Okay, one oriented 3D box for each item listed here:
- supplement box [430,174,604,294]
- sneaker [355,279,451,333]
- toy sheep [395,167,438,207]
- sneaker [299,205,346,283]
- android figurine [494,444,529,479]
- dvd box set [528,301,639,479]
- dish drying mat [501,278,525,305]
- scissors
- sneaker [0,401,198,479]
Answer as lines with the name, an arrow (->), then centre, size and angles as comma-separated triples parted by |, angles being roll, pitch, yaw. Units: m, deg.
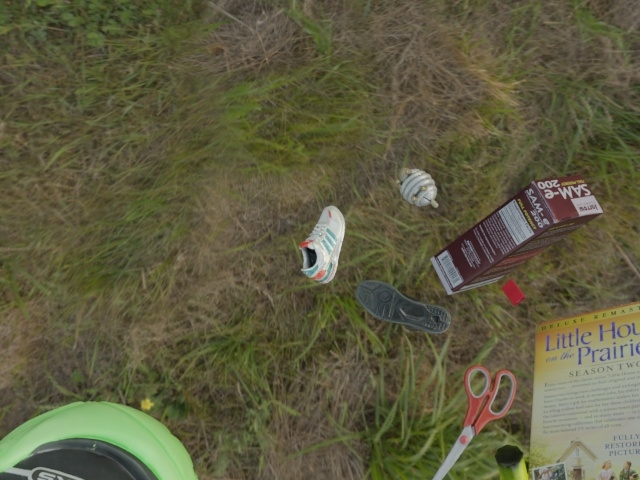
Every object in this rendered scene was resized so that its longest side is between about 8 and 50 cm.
supplement box -> 0.299, -0.005, 0.982 | 0.130, 0.239, 0.073 | -10, 67, -37
sneaker -> 0.183, 0.161, 1.488 | 0.227, 0.130, 0.087 | 18, 79, -3
toy sheep -> 0.232, -0.124, 1.495 | 0.091, 0.091, 0.132 | -38, 66, 6
sneaker -> 0.000, 0.000, 1.233 | 0.075, 0.057, 0.161 | 23, 70, -41
android figurine -> 0.306, 0.459, 0.970 | 0.056, 0.248, 0.273 | -2, 118, 36
dvd box set -> 0.400, 0.252, 0.749 | 0.307, 0.420, 0.062 | -21, 125, 38
dish drying mat -> 0.423, 0.115, 1.382 | 0.008, 0.083, 0.032 | 41, 105, -17
scissors -> 0.310, 0.394, 1.278 | 0.109, 0.021, 0.297 | 22, 77, 5
sneaker -> -0.152, 0.357, 0.404 | 0.185, 0.202, 0.483 | -18, 87, 34
